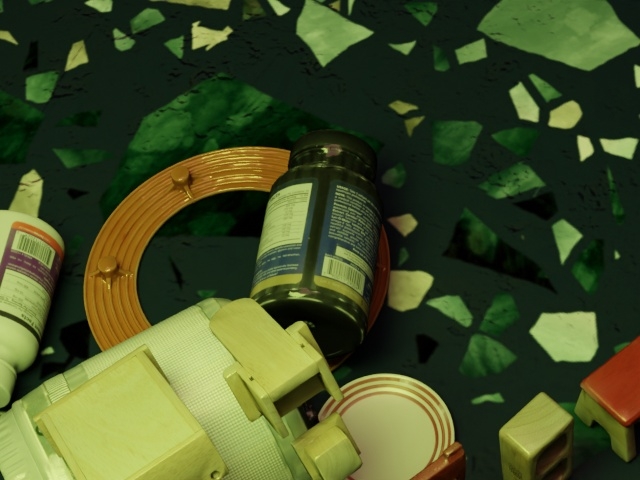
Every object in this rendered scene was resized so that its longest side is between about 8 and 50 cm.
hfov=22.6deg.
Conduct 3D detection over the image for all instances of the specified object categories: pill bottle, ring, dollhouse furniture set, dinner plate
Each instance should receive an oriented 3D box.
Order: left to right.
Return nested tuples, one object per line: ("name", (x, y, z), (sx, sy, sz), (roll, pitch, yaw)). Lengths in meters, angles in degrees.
("pill bottle", (-0.340, 0.074, 1.677), (0.108, 0.108, 0.194), (3, 56, 10))
("dollhouse furniture set", (-0.078, 0.271, 1.372), (0.303, 0.356, 0.174), (-33, 30, -10))
("ring", (-0.092, 0.028, 1.721), (0.336, 0.032, 0.337), (-3, 56, 5))
("pill bottle", (0.000, 0.000, 1.633), (0.122, 0.123, 0.219), (3, 56, 10))
("dinner plate", (0.063, 0.197, 1.590), (0.141, 0.017, 0.141), (-4, 55, 6))
("dollhouse furniture set", (0.237, 0.239, 1.454), (0.374, 0.152, 0.201), (-36, 58, -16))

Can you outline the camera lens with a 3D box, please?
("camera lens", (-0.146, 0.197, 1.496), (0.274, 0.219, 0.219), (-27, 56, -11))
